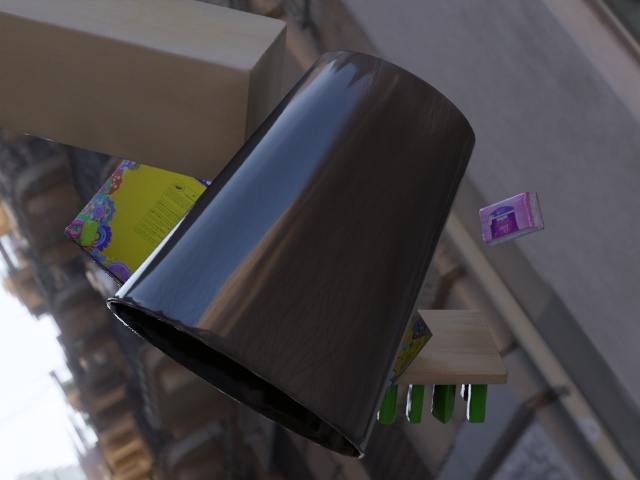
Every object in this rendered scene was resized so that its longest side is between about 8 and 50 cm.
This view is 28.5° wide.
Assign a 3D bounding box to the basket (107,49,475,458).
[{"bbox_3d":[0.000,0.000,0.853,0.227,0.204,0.154,-59,25,-15],"label":"basket"}]

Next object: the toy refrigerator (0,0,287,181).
[{"bbox_3d":[-0.167,-0.135,0.950,0.094,0.269,0.102,-61,-18,-52],"label":"toy refrigerator"}]

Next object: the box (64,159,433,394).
[{"bbox_3d":[-0.065,0.050,1.325,0.177,0.290,0.279,-51,-22,-6],"label":"box"}]

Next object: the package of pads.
[{"bbox_3d":[0.244,-0.027,1.607,0.032,0.050,0.083,5,-19,-41],"label":"package of pads"}]

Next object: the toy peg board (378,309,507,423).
[{"bbox_3d":[0.125,0.153,1.505,0.161,0.161,0.079,1,-67,-6],"label":"toy peg board"}]
